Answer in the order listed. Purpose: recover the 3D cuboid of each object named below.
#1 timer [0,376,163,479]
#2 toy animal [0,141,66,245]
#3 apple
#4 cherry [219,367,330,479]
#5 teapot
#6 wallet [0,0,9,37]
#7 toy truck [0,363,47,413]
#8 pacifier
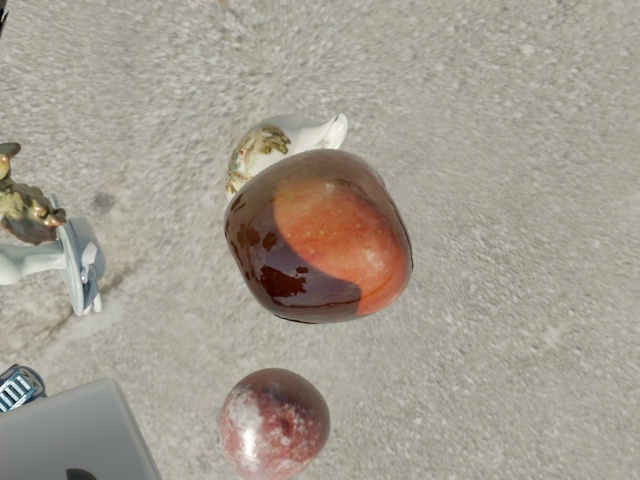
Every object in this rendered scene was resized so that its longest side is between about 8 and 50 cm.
[{"bbox_3d":[-0.223,0.257,0.632,0.195,0.192,0.194,-17,144,-28],"label":"timer"},{"bbox_3d":[-0.508,-0.065,1.150,0.312,0.097,0.157,6,132,20],"label":"toy animal"},{"bbox_3d":[0.000,0.000,0.781,0.168,0.181,0.181,-24,102,-3],"label":"apple"},{"bbox_3d":[-0.098,0.390,1.664,0.236,0.213,0.285,-50,132,-30],"label":"cherry"},{"bbox_3d":[-0.066,-0.099,1.340,0.139,0.204,0.298,33,107,31],"label":"teapot"},{"bbox_3d":[-0.708,-0.428,1.437,0.262,0.071,0.221,17,121,-27],"label":"wallet"},{"bbox_3d":[-0.335,0.169,0.867,0.056,0.090,0.073,48,64,-5],"label":"toy truck"},{"bbox_3d":[-0.575,0.046,1.651,0.233,0.299,0.244,-7,122,-25],"label":"pacifier"}]
